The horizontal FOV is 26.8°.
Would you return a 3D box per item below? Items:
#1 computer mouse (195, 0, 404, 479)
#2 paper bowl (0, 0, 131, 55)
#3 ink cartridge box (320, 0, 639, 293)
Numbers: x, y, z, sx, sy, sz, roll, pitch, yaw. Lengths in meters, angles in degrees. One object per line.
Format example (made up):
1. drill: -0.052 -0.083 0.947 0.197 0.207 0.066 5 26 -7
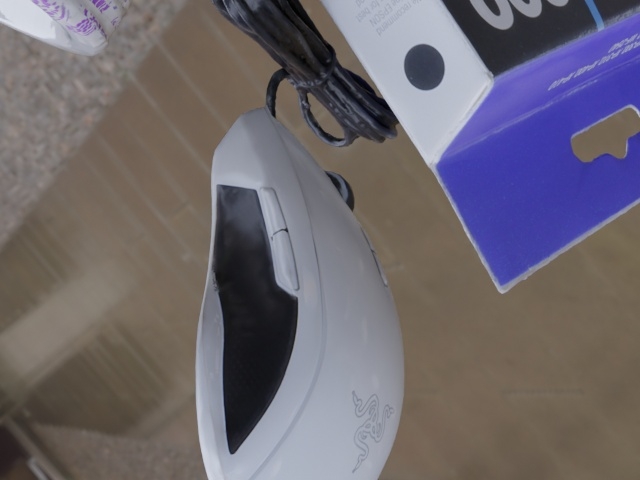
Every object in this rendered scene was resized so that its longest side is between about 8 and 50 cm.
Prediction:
1. computer mouse: 0.000 0.000 0.384 0.106 0.042 0.193 54 -153 -48
2. paper bowl: -0.203 -0.226 0.689 0.284 0.148 0.284 30 177 2
3. ink cartridge box: 0.076 -0.110 0.486 0.045 0.206 0.208 -34 86 44
